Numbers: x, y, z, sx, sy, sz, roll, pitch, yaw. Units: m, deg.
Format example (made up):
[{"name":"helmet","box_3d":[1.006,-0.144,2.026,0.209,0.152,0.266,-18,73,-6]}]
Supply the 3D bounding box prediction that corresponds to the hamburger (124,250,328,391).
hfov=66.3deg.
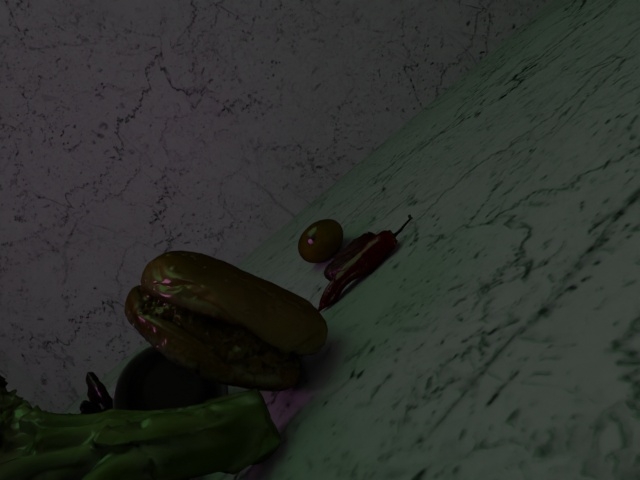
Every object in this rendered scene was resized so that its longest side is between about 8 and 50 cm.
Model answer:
[{"name":"hamburger","box_3d":[-0.153,0.119,0.777,0.158,0.319,0.319,-67,14,-6]}]

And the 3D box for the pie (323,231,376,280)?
[{"name":"pie","box_3d":[0.069,0.036,1.078,0.154,0.036,0.154,-40,10,9]}]

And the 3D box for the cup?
[{"name":"cup","box_3d":[-0.305,0.313,0.915,0.258,0.186,0.234,-49,4,-22]}]

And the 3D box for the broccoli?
[{"name":"broccoli","box_3d":[-0.275,0.253,0.556,0.397,0.353,0.274,-31,-38,-60]}]

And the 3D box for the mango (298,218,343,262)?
[{"name":"mango","box_3d":[0.000,0.000,1.333,0.136,0.099,0.227,-46,2,2]}]

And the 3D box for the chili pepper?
[{"name":"chili pepper","box_3d":[0.084,0.041,0.970,0.268,0.050,0.059,-42,26,1]}]

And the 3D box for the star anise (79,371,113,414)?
[{"name":"star anise","box_3d":[-0.431,0.395,1.006,0.129,0.212,0.282,-18,30,35]}]
